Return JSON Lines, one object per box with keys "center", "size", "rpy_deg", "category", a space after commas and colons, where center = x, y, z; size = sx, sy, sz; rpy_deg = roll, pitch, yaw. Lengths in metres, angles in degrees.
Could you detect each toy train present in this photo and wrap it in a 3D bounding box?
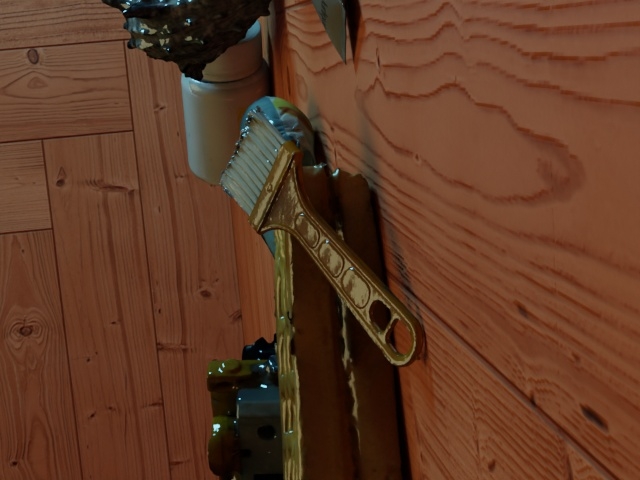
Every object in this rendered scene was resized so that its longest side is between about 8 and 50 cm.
{"center": [-0.058, 0.291, 1.721], "size": [0.231, 0.163, 0.369], "rpy_deg": [-91, -1, -59], "category": "toy train"}

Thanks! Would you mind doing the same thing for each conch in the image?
{"center": [-0.180, -0.354, 1.828], "size": [0.240, 0.186, 0.313], "rpy_deg": [-56, 21, -16], "category": "conch"}

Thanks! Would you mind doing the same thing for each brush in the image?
{"center": [0.000, 0.000, 1.095], "size": [0.314, 0.017, 0.090], "rpy_deg": [50, 124, 41], "category": "brush"}

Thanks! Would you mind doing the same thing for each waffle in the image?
{"center": [0.008, 0.101, 1.229], "size": [0.224, 0.098, 0.327], "rpy_deg": [132, 136, -79], "category": "waffle"}

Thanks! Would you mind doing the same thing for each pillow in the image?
{"center": [-0.041, -0.058, 1.557], "size": [0.214, 0.086, 0.233], "rpy_deg": [-112, 15, -50], "category": "pillow"}

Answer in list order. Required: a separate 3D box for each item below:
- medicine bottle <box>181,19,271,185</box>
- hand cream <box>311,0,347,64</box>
{"center": [-0.150, -0.225, 2.058], "size": [0.143, 0.143, 0.258], "rpy_deg": [-105, 10, -52], "category": "medicine bottle"}
{"center": [-0.002, -0.262, 1.202], "size": [0.087, 0.054, 0.186], "rpy_deg": [88, 167, -64], "category": "hand cream"}
